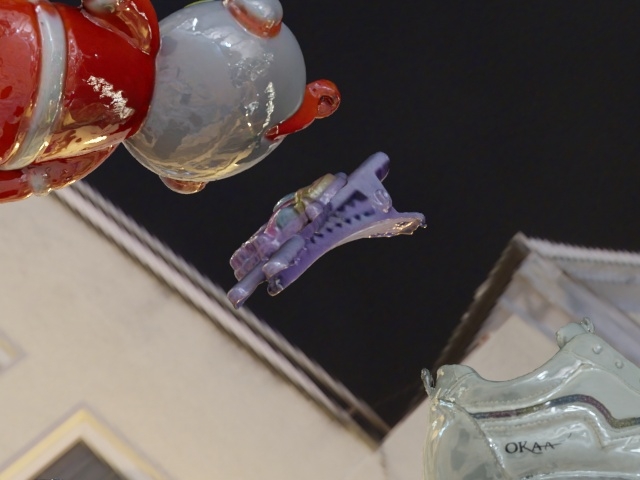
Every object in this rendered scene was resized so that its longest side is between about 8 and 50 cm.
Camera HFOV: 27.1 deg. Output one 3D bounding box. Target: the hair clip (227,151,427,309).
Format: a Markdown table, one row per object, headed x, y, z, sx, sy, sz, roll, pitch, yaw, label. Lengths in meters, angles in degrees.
| x | y | z | sx | sy | sz | roll | pitch | yaw | label |
| --- | --- | --- | --- | --- | --- | --- | --- | --- | --- |
| -0.005 | -0.013 | 1.239 | 0.137 | 0.278 | 0.090 | -32 | -96 | 35 | hair clip |

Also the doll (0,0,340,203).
| x | y | z | sx | sy | sz | roll | pitch | yaw | label |
| --- | --- | --- | --- | --- | --- | --- | --- | --- | --- |
| -0.090 | -0.075 | 0.646 | 0.076 | 0.245 | 0.142 | 55 | -47 | 33 | doll |

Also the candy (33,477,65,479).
| x | y | z | sx | sy | sz | roll | pitch | yaw | label |
| --- | --- | --- | --- | --- | --- | --- | --- | --- | --- |
| -0.154 | 0.212 | 0.670 | 0.088 | 0.061 | 0.312 | 15 | -41 | -22 | candy |

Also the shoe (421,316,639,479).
| x | y | z | sx | sy | sz | roll | pitch | yaw | label |
| --- | --- | --- | --- | --- | --- | --- | --- | --- | --- |
| 0.232 | 0.149 | 1.004 | 0.341 | 0.211 | 0.132 | -9 | -29 | 8 | shoe |
